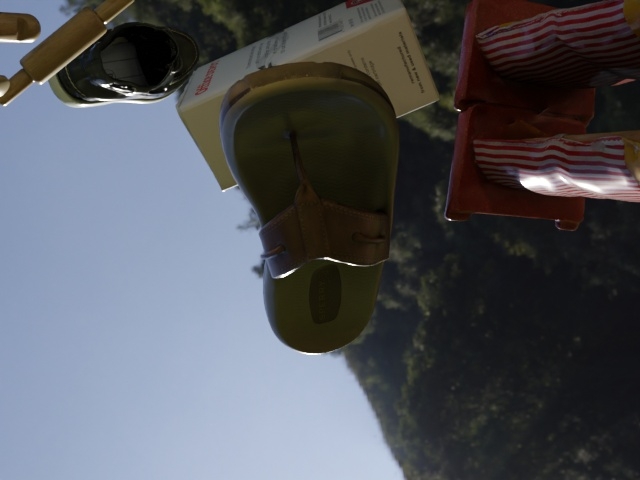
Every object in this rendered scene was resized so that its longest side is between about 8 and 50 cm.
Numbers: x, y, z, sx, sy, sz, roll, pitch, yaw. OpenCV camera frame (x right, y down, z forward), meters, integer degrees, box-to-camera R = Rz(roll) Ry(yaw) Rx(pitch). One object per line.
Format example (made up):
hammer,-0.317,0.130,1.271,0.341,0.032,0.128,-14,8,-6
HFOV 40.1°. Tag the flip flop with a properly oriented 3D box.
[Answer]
flip flop,0.000,0.000,0.577,0.277,0.112,0.080,89,171,-47

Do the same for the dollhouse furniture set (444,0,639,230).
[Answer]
dollhouse furniture set,0.295,-0.075,0.574,0.374,0.201,0.152,3,-88,-26

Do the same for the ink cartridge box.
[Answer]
ink cartridge box,-0.016,-0.186,1.038,0.197,0.272,0.114,-91,-22,-66

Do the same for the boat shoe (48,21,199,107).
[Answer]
boat shoe,-0.285,-0.297,1.425,0.340,0.113,0.127,-24,-84,-56

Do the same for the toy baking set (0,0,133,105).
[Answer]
toy baking set,-0.267,-0.194,0.747,0.030,0.256,0.197,47,179,18
